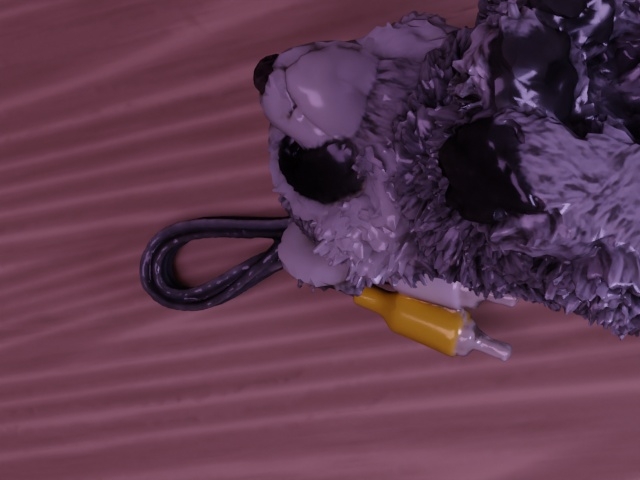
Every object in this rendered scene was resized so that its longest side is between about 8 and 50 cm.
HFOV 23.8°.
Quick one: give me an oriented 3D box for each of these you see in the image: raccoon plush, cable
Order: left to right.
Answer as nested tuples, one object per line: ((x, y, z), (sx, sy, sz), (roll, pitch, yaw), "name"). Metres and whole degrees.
((0.000, 0.000, 1.034), (0.287, 0.072, 0.139), (4, 102, 19), "cable")
((0.161, 0.015, 0.882), (0.446, 0.216, 0.299), (44, 154, -6), "raccoon plush")
